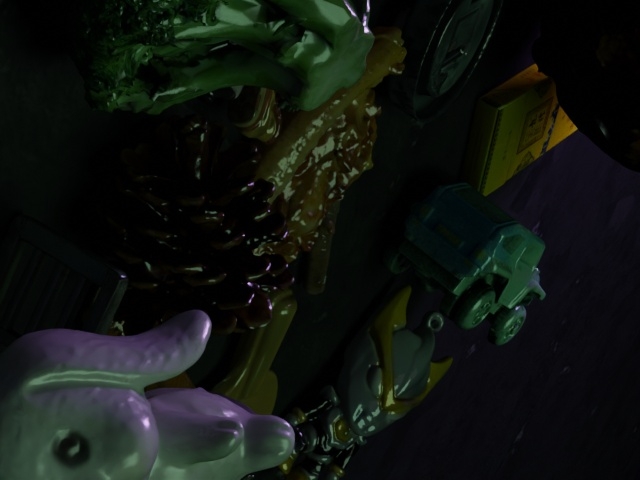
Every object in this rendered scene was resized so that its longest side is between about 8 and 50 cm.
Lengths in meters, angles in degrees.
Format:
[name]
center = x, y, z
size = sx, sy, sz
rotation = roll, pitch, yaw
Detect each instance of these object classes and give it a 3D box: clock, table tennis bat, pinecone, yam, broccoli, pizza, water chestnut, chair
[clock]
center = 0.147, -0.240, 1.776
size = 0.215, 0.042, 0.215
rotation = -52, 160, -28
[table tennis bat]
center = -0.099, 0.191, 1.814
size = 0.198, 0.050, 0.321
rotation = -19, 136, -55
[pinecone]
center = -0.121, -0.015, 1.428
size = 0.185, 0.168, 0.212
rotation = -42, 125, -43
[yam]
center = 0.000, 0.000, 1.808
size = 0.032, 0.032, 0.145
rotation = -33, 144, -42
[broccoli]
center = -0.082, -0.197, 1.224
size = 0.265, 0.245, 0.294
rotation = -58, 169, 6
[pizza]
center = -0.015, -0.073, 1.656
size = 0.365, 0.074, 0.182
rotation = -52, 144, -14
[water chestnut]
center = 0.460, -0.252, 1.994
size = 0.347, 0.335, 0.335
rotation = -25, 154, 9
[chair]
center = -0.294, 0.123, 1.295
size = 0.147, 0.136, 0.270
rotation = -1, 118, -61

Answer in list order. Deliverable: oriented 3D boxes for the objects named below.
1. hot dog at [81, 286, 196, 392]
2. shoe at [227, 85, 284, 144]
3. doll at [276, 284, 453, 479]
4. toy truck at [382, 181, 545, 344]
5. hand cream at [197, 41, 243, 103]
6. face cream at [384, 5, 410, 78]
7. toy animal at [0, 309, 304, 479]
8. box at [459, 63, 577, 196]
[hot dog]
center = -0.176, 0.133, 1.597
size = 0.083, 0.068, 0.289
rotation = -57, 154, -22
[shoe]
center = -0.058, -0.149, 1.512
size = 0.069, 0.072, 0.109
rotation = 47, 35, -51
[doll]
center = 0.056, 0.201, 2.045
size = 0.316, 0.145, 0.103
rotation = -43, -173, -18
[toy truck]
center = 0.204, 0.029, 2.041
size = 0.156, 0.155, 0.279
rotation = -53, 155, 6
[hand cream]
center = -0.067, -0.209, 1.461
size = 0.186, 0.054, 0.087
rotation = -61, 154, -15
[face cream]
center = 0.086, -0.223, 1.742
size = 0.083, 0.021, 0.040
rotation = -64, 156, 8
[toy animal]
center = -0.167, 0.160, 1.222
size = 0.249, 0.174, 0.289
rotation = -42, 150, -13
[box]
center = 0.293, -0.175, 2.140
size = 0.279, 0.041, 0.153
rotation = -34, 145, -42
